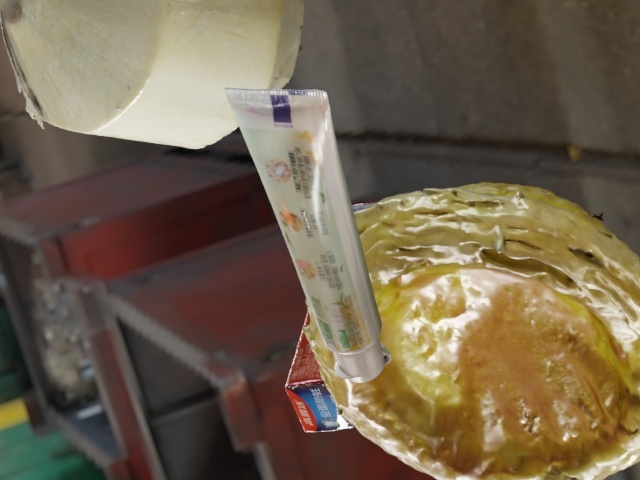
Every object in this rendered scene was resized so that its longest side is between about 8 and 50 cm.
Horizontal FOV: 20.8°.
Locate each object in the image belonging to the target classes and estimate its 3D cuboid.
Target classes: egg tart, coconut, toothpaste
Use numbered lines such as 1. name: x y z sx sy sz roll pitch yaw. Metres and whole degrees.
1. egg tart: 0.168 0.074 1.621 0.388 0.387 0.169 90 -161 -43
2. coconut: -0.183 -0.240 1.798 0.323 0.323 0.323 55 155 41
3. toothpaste: 0.030 0.084 2.041 0.320 0.066 0.076 -72 -32 -48
4. toothpaste: 0.000 0.000 1.349 0.056 0.058 0.314 52 165 44
